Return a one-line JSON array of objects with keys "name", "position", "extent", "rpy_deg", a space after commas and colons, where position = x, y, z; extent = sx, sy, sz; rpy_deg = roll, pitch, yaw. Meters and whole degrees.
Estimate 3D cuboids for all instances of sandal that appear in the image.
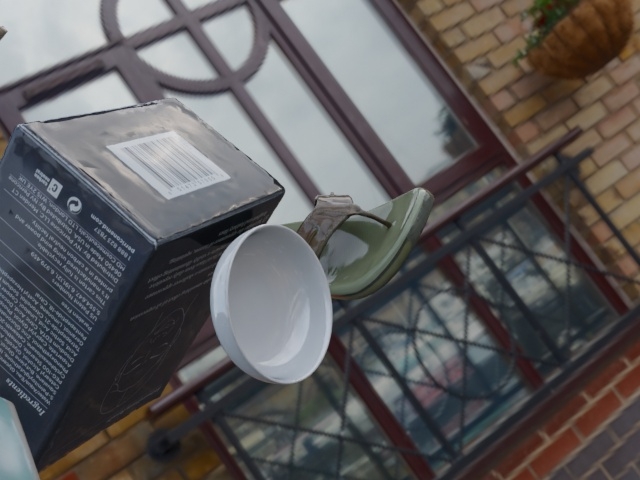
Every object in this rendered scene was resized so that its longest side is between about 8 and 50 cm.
[{"name": "sandal", "position": [-0.001, 0.001, 1.015], "extent": [0.302, 0.086, 0.120], "rpy_deg": [-13, 45, 46]}]

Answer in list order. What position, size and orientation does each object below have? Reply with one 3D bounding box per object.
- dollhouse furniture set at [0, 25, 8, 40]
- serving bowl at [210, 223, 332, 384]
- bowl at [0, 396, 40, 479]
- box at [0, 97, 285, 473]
[{"name": "dollhouse furniture set", "position": [-0.578, -0.298, 1.272], "extent": [0.174, 0.355, 0.303], "rpy_deg": [-43, 7, 18]}, {"name": "serving bowl", "position": [-0.029, 0.034, 0.477], "extent": [0.027, 0.083, 0.083], "rpy_deg": [-12, 8, 37]}, {"name": "bowl", "position": [-0.233, 0.203, 0.532], "extent": [0.163, 0.311, 0.311], "rpy_deg": [-19, -13, -21]}, {"name": "box", "position": [-0.273, 0.051, 1.133], "extent": [0.395, 0.212, 0.293], "rpy_deg": [-57, -13, 25]}]
